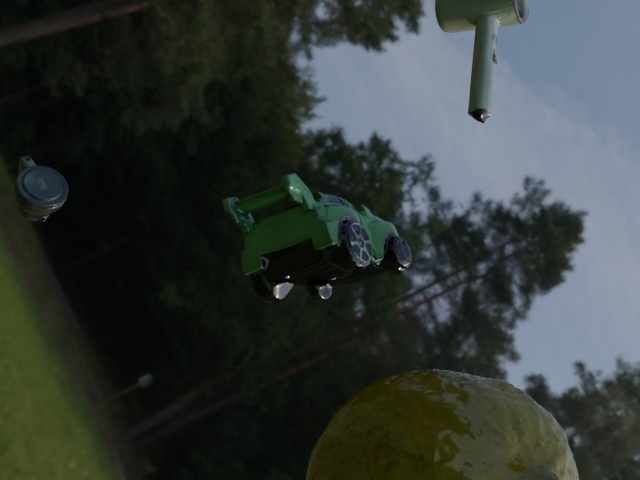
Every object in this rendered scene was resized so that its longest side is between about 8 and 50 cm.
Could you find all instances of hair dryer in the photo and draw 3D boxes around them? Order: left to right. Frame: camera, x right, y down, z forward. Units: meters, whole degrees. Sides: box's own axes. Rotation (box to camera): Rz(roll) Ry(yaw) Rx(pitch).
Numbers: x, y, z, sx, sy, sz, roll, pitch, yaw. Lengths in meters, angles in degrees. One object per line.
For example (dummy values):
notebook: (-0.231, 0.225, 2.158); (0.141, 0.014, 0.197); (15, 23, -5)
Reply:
hair dryer: (0.237, -0.279, 1.545); (0.073, 0.131, 0.236); (35, 55, -56)

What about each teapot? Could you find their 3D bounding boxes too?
teapot: (-0.368, -0.064, 1.328); (0.088, 0.066, 0.057); (57, -42, 21)

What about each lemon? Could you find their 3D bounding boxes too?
lemon: (0.125, 0.265, 1.084); (0.322, 0.268, 0.268); (-2, -67, 59)

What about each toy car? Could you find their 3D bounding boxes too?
toy car: (0.000, 0.000, 1.828); (0.359, 0.213, 0.176); (4, 68, -57)
